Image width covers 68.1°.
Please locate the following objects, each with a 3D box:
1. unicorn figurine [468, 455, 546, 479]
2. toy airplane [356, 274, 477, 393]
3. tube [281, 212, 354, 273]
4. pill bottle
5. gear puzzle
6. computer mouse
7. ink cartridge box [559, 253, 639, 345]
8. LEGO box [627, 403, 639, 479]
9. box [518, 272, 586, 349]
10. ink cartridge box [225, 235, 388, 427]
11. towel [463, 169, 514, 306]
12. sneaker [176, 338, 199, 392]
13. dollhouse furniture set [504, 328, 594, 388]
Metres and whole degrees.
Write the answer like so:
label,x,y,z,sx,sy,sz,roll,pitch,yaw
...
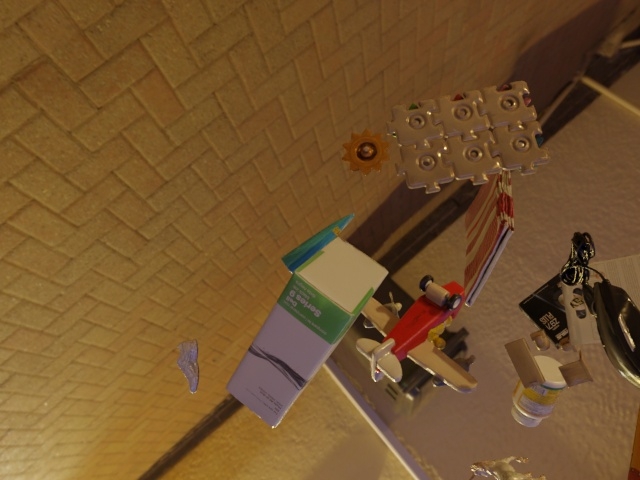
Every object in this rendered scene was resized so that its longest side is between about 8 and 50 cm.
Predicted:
label,x,y,z,sx,sy,sz,roll,pitch,yaw
unicorn figurine,0.373,0.468,0.949,0.111,0.060,0.162,1,163,-1
toy airplane,0.310,0.330,1.573,0.385,0.385,0.272,-9,141,17
tube,0.000,0.000,1.148,0.207,0.052,0.080,-38,180,1
pill bottle,0.651,0.459,1.425,0.118,0.118,0.208,-22,131,-40
gear puzzle,0.206,-0.164,0.821,0.339,0.175,0.044,-11,164,3
computer mouse,0.425,0.126,0.701,0.060,0.261,0.184,-26,153,11
ink cartridge box,0.604,0.116,0.912,0.233,0.189,0.066,-20,132,36
LEGO box,1.127,0.547,1.253,0.372,0.193,0.500,-53,-175,-32
box,0.673,0.185,1.310,0.180,0.147,0.077,-39,145,8
ink cartridge box,-0.024,0.161,0.857,0.289,0.122,0.211,-58,170,25
towel,0.383,-0.037,1.107,0.329,0.037,0.236,-67,171,-50
sneaker,-0.382,0.364,1.368,0.061,0.152,0.053,-4,165,-14
dollhouse furniture set,0.579,0.298,1.201,0.151,0.144,0.123,-29,165,25
